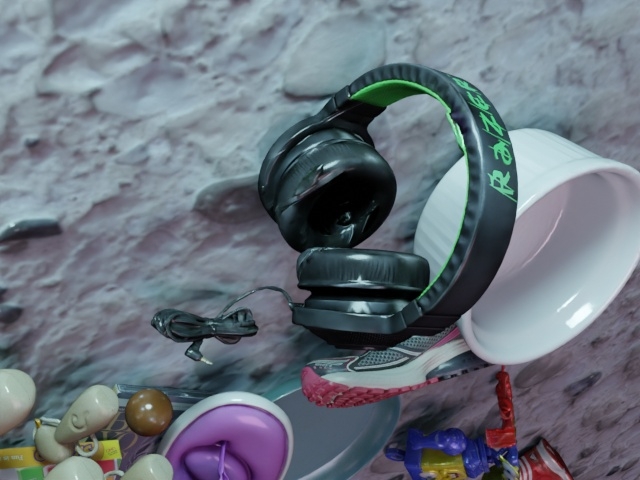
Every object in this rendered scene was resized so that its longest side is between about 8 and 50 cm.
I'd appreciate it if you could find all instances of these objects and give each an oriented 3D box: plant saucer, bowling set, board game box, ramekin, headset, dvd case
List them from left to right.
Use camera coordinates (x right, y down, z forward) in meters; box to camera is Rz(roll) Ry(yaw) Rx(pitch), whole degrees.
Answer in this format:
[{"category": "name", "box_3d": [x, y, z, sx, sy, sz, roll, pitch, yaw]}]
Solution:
[{"category": "board game box", "box_3d": [-0.369, 0.287, 0.918, 0.259, 0.039, 0.124, 5, 126, -28]}, {"category": "bowling set", "box_3d": [-0.245, 0.254, 0.862, 0.154, 0.287, 0.200, -40, 171, 26]}, {"category": "dvd case", "box_3d": [-0.235, 0.267, 1.013, 0.164, 0.018, 0.221, 16, 119, -42]}, {"category": "plant saucer", "box_3d": [-0.031, 0.288, 1.155, 0.318, 0.043, 0.317, -19, 138, -19]}, {"category": "headset", "box_3d": [0.000, 0.000, 0.755, 0.185, 0.243, 0.394, 7, 145, -37]}, {"category": "ramekin", "box_3d": [0.245, 0.001, 0.967, 0.277, 0.135, 0.277, -18, 130, -23]}]

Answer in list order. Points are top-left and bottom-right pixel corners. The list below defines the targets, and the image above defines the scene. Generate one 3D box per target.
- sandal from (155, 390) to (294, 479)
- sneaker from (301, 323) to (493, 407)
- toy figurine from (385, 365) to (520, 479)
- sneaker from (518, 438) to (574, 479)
[{"category": "sandal", "box_3d": [-0.153, 0.355, 1.029, 0.169, 0.102, 0.416, 17, 124, -22]}, {"category": "sneaker", "box_3d": [0.101, 0.142, 1.045, 0.299, 0.112, 0.121, -10, 166, -33]}, {"category": "toy figurine", "box_3d": [0.221, 0.344, 1.353, 0.217, 0.191, 0.362, -6, 149, 12]}, {"category": "sneaker", "box_3d": [0.451, 0.497, 1.679, 0.128, 0.087, 0.221, -32, 129, 10]}]
